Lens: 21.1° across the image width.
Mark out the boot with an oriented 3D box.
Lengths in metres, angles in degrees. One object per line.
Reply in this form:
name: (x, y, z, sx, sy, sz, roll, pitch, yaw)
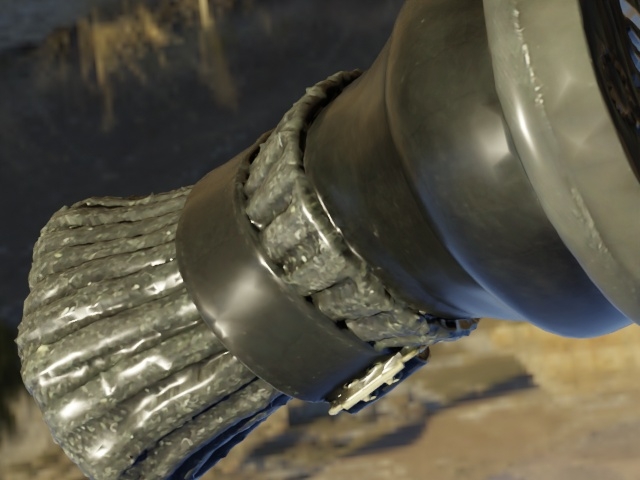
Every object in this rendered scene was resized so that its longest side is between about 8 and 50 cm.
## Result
boot: (0.002, 0.004, 0.600, 0.260, 0.131, 0.348, -23, 178, 10)
